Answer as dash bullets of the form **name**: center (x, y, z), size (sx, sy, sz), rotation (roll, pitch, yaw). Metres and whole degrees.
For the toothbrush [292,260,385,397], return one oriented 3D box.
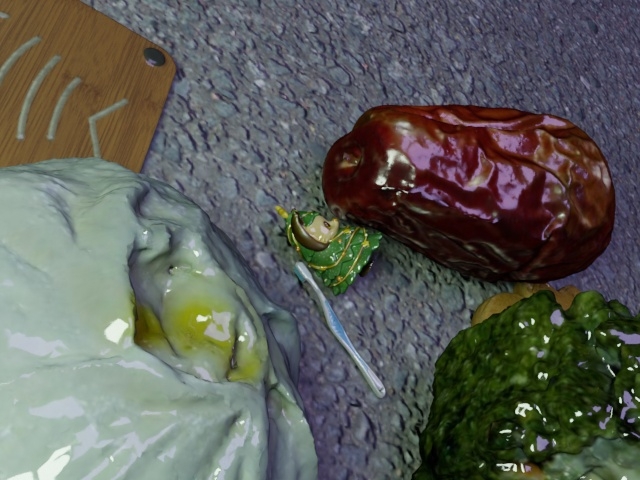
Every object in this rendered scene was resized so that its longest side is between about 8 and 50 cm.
- **toothbrush**: center (0.020, 0.090, 0.879), size (0.014, 0.017, 0.162), rotation (-30, 83, -38)

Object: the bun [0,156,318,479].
- **bun**: center (-0.140, 0.098, 0.573), size (0.362, 0.211, 0.362), rotation (46, 27, -32)

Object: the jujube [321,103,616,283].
- **jujube**: center (0.168, -0.060, 0.975), size (0.342, 0.216, 0.216), rotation (6, 59, -26)

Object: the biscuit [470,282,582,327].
- **biscuit**: center (0.270, 0.125, 1.043), size (0.249, 0.035, 0.184), rotation (-3, 64, -39)

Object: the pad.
- **pad**: center (-0.286, -0.146, 0.793), size (0.284, 0.018, 0.286), rotation (28, 47, -21)

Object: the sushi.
- **sushi**: center (0.286, 0.206, 0.821), size (0.352, 0.294, 0.178), rotation (31, 44, -16)

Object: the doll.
- **doll**: center (-0.001, 0.011, 0.891), size (0.113, 0.076, 0.078), rotation (18, 6, -5)
